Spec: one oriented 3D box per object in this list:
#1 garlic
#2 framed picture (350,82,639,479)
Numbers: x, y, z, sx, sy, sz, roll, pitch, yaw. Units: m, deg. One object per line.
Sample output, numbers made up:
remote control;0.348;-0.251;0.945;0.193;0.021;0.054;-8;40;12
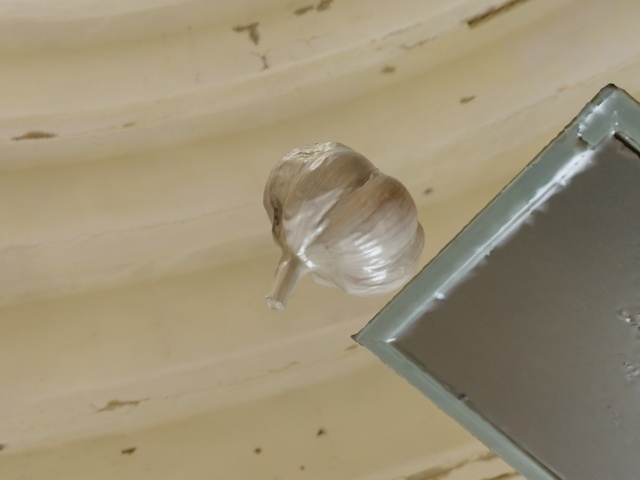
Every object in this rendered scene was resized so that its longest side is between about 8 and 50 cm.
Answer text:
garlic;0.000;0.000;1.058;0.212;0.218;0.218;-44;-76;-21
framed picture;0.188;0.083;0.466;0.293;0.231;0.018;39;-138;-1
